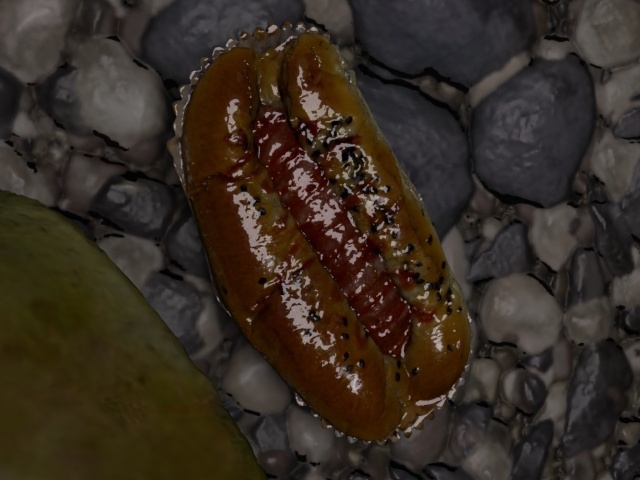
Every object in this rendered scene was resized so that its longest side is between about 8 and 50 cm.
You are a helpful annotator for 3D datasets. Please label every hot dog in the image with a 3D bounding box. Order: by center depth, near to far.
[{"bbox_3d":[0.000,0.000,0.648,0.144,0.075,0.268,-30,101,-19],"label":"hot dog"}]

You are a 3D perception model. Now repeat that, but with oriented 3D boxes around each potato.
[{"bbox_3d":[-0.185,0.150,0.457,0.280,0.212,0.330,-16,101,-41],"label":"potato"}]
